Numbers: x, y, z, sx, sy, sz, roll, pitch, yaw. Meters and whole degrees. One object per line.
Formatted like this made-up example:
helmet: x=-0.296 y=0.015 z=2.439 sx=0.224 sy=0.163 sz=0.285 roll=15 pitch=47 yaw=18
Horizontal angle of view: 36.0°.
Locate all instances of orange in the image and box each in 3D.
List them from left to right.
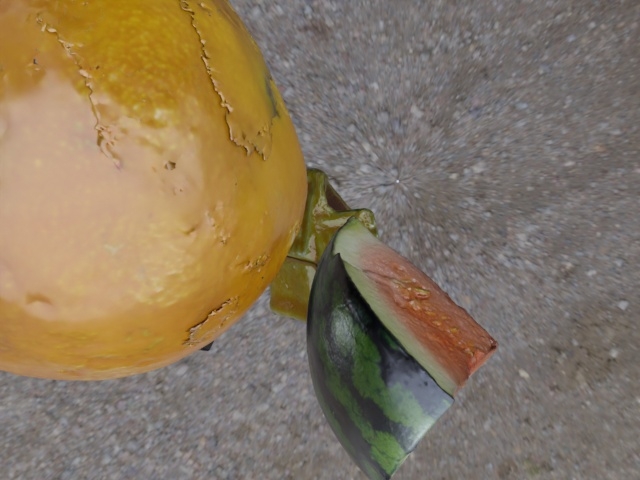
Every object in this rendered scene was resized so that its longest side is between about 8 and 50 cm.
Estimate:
orange: x=-0.128 y=-0.046 z=0.540 sx=0.246 sy=0.246 sz=0.246 roll=0 pitch=93 yaw=4

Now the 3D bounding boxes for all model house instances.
model house: x=0.011 y=-0.001 z=1.497 sx=0.268 sy=0.173 sz=0.239 roll=8 pitch=116 yaw=41

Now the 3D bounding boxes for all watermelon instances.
watermelon: x=0.039 y=0.085 z=0.648 sx=0.137 sy=0.145 sz=0.193 roll=-8 pitch=98 yaw=22

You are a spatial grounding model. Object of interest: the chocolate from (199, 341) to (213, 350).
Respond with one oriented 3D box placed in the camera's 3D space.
chocolate: x=-0.257 y=0.043 z=1.297 sx=0.177 sy=0.224 sz=0.206 roll=-8 pitch=74 yaw=16
